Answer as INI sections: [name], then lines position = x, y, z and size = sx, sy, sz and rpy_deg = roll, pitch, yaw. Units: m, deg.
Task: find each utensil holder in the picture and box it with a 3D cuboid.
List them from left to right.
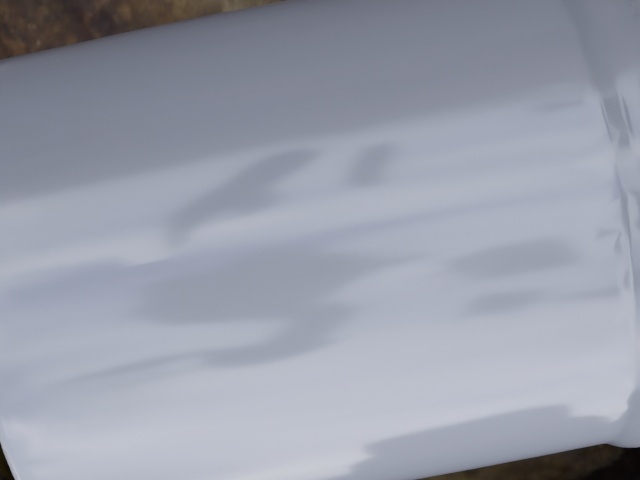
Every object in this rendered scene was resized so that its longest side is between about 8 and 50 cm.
[utensil holder]
position = 0.000, 0.000, 0.772
size = 0.385, 0.327, 0.327
rpy_deg = -10, 134, -2
